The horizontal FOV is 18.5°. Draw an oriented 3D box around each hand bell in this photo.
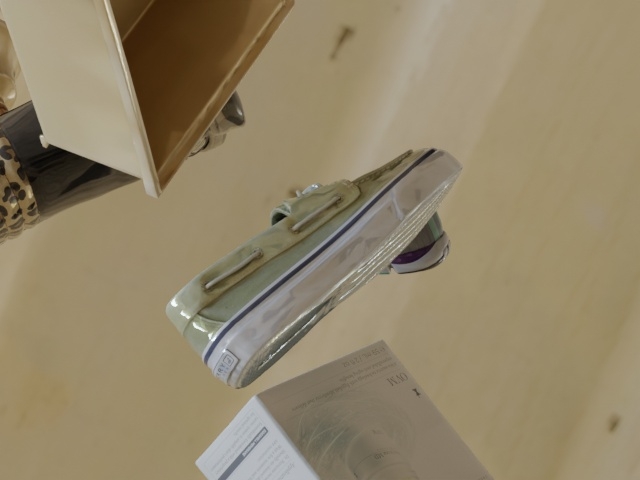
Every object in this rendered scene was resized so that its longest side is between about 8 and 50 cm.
[{"bbox_3d":[-0.362,-0.136,2.202,0.126,0.126,0.242,11,-148,-34],"label":"hand bell"}]

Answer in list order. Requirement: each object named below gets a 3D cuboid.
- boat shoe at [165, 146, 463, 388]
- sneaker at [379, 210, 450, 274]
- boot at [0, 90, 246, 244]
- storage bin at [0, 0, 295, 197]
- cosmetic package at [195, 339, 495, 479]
[{"bbox_3d":[0.000,0.000,1.641,0.094,0.109,0.302,44,-123,10],"label":"boat shoe"},{"bbox_3d":[0.024,-0.008,2.116,0.224,0.098,0.083,-11,-159,11],"label":"sneaker"},{"bbox_3d":[-0.238,-0.103,2.013,0.138,0.284,0.377,66,170,-8],"label":"boot"},{"bbox_3d":[-0.137,-0.226,1.583,0.123,0.262,0.260,19,-123,23],"label":"storage bin"},{"bbox_3d":[0.035,0.253,2.073,0.224,0.138,0.224,-20,-113,-49],"label":"cosmetic package"}]
